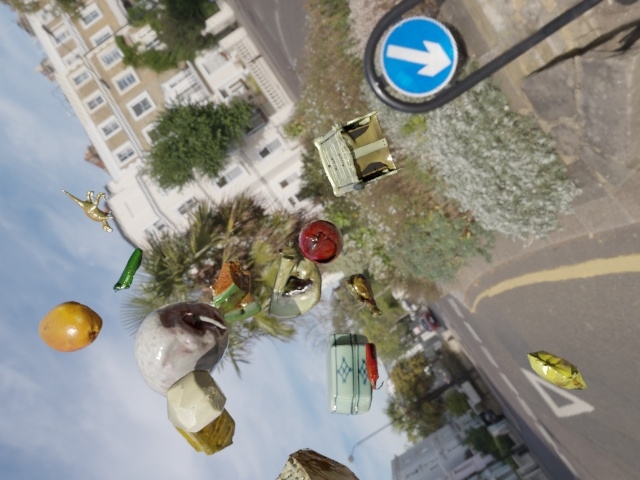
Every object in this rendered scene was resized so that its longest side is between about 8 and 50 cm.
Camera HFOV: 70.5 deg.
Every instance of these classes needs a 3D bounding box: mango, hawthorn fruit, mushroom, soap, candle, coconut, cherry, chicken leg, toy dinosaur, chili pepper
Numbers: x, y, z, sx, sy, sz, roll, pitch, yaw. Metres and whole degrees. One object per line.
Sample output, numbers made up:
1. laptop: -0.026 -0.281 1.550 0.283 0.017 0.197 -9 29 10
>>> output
1. mango: -0.717 0.246 1.276 0.102 0.217 0.141 -56 -49 -53
2. hawthorn fruit: 0.000 0.000 1.419 0.148 0.148 0.172 56 176 11
3. mushroom: -0.088 0.137 1.760 0.217 0.211 0.292 -73 -11 -60
4. soap: -0.403 0.667 1.628 0.160 0.080 0.258 -57 -43 -39
5. candle: 0.176 0.416 1.493 0.048 0.053 0.162 13 -129 -19
6. coconut: -0.364 0.461 1.297 0.161 0.162 0.161 46 160 23
7. cherry: -0.468 0.363 1.513 0.291 0.335 0.326 27 174 18
8. chicken leg: 0.130 0.166 1.387 0.093 0.070 0.178 23 -155 -42
9. toy dinosaur: -0.718 -0.091 1.402 0.039 0.162 0.126 -90 2 -83
10. chili pepper: -0.840 0.136 2.002 0.062 0.216 0.108 28 165 -17

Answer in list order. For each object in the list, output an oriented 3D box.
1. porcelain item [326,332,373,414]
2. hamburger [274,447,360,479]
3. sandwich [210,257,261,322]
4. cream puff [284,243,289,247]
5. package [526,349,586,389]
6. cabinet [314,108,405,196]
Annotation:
1. porcelain item: 0.105 0.502 1.689 0.281 0.157 0.286 101 170 -65
2. hamburger: -0.010 0.432 0.708 0.245 0.155 0.282 30 166 -29
3. sandwich: -0.406 0.232 2.139 0.162 0.250 0.301 135 130 -73
4. cream puff: -0.153 0.054 2.377 0.058 0.083 0.083 67 -160 -48
5. package: 0.788 0.433 1.509 0.168 0.090 0.226 21 172 40
6. cabinet: 0.156 -0.368 1.942 0.290 0.227 0.318 69 166 -7
